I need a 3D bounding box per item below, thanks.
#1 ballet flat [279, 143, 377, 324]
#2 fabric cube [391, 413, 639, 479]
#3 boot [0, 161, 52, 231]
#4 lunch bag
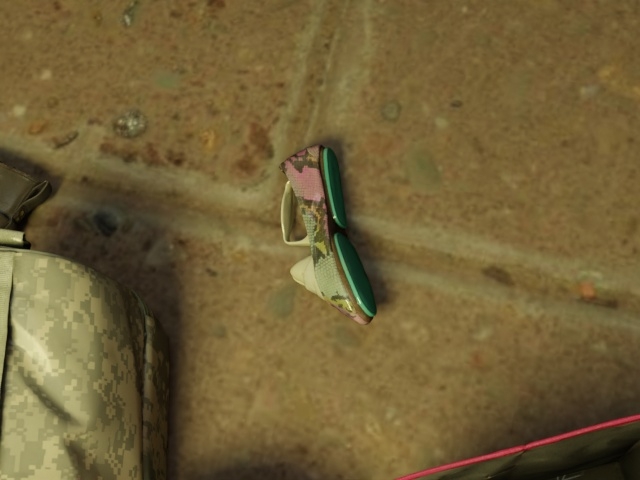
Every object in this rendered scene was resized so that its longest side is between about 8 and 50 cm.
[{"bbox_3d":[0.000,0.000,1.128,0.079,0.077,0.221,-22,64,16],"label":"ballet flat"},{"bbox_3d":[0.197,0.315,0.892,0.259,0.258,0.254,-14,70,-1],"label":"fabric cube"},{"bbox_3d":[-0.455,-0.006,1.164,0.263,0.091,0.229,14,66,5],"label":"boot"},{"bbox_3d":[-0.268,0.168,0.984,0.213,0.256,0.305,-2,69,4],"label":"lunch bag"}]
